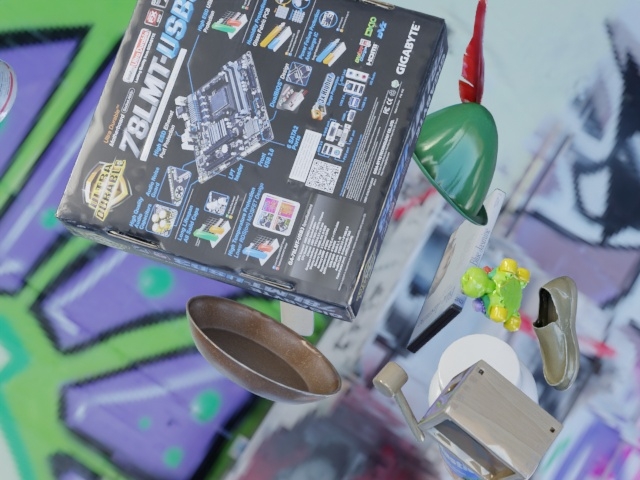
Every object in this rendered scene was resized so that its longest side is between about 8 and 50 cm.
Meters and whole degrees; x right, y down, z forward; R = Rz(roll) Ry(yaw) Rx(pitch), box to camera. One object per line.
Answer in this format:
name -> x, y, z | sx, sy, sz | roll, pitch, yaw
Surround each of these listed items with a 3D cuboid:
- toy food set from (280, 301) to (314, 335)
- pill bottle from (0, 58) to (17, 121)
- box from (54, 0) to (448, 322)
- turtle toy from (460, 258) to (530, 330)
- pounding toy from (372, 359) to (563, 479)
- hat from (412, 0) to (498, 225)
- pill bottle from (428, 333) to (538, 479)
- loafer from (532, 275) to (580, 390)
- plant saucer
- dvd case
toy food set -> 0.000, 0.000, 2.328 | 0.092, 0.220, 0.306 | 1, -164, 12
pill bottle -> -0.416, -0.183, 1.575 | 0.087, 0.087, 0.160 | 21, 176, 38
box -> -0.061, -0.106, 1.359 | 0.293, 0.295, 0.073 | 16, 167, 12
turtle toy -> 0.247, 0.072, 2.064 | 0.066, 0.095, 0.130 | 6, 166, 33
pounding toy -> 0.171, 0.202, 1.773 | 0.206, 0.094, 0.181 | 39, 161, 1
hat -> 0.212, -0.147, 1.787 | 0.208, 0.183, 0.173 | 40, -158, -34
pill bottle -> 0.232, 0.243, 2.037 | 0.152, 0.152, 0.272 | 26, 158, 24
loafer -> 0.298, 0.119, 1.854 | 0.050, 0.148, 0.056 | 1, 176, -30
plant saucer -> -0.070, 0.130, 1.626 | 0.198, 0.036, 0.198 | 28, -167, -7
dvd case -> 0.221, 0.051, 2.369 | 0.022, 0.253, 0.180 | 29, 146, -7
